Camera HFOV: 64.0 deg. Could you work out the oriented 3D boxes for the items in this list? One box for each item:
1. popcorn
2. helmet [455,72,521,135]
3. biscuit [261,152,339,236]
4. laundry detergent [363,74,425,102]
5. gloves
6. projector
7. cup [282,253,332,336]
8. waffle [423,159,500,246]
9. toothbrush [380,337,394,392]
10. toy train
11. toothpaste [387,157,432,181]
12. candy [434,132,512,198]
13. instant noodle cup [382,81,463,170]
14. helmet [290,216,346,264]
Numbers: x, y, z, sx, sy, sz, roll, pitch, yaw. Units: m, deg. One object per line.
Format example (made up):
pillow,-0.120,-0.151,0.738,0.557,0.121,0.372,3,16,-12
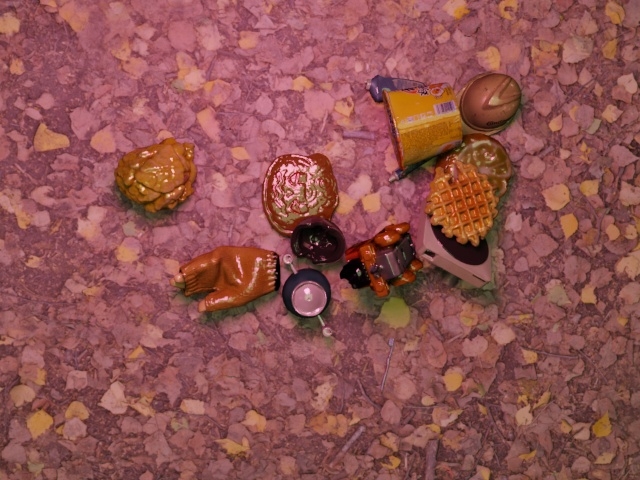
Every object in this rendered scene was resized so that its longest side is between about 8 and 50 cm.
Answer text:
popcorn,-0.496,-0.200,1.585,0.259,0.259,0.212,-13,108,-4
helmet,0.565,-0.457,1.690,0.257,0.137,0.204,-39,95,-2
biscuit,-0.067,-0.152,1.699,0.257,0.049,0.273,-5,94,-5
laundry detergent,0.242,-0.497,1.701,0.206,0.061,0.097,12,94,-5
gloves,-0.297,0.116,1.635,0.356,0.155,0.203,-5,100,-20
projector,0.430,0.002,1.656,0.257,0.079,0.259,28,46,-11
cup,-0.041,0.176,1.650,0.167,0.173,0.300,-29,94,-4
waffle,0.452,-0.121,1.605,0.250,0.056,0.261,27,71,-10
toothbrush,0.228,0.429,1.761,0.019,0.013,0.193,11,91,1
toy train,0.184,0.058,1.599,0.231,0.369,0.163,-20,95,24
toothpaste,0.309,-0.258,1.731,0.197,0.035,0.057,-36,110,-4
candy,0.508,-0.226,1.707,0.259,0.118,0.260,0,95,-6
instant noodle cup,0.318,-0.369,1.599,0.200,0.264,0.264,-15,93,6
helmet,-0.005,-0.010,1.646,0.177,0.107,0.153,18,121,-8
